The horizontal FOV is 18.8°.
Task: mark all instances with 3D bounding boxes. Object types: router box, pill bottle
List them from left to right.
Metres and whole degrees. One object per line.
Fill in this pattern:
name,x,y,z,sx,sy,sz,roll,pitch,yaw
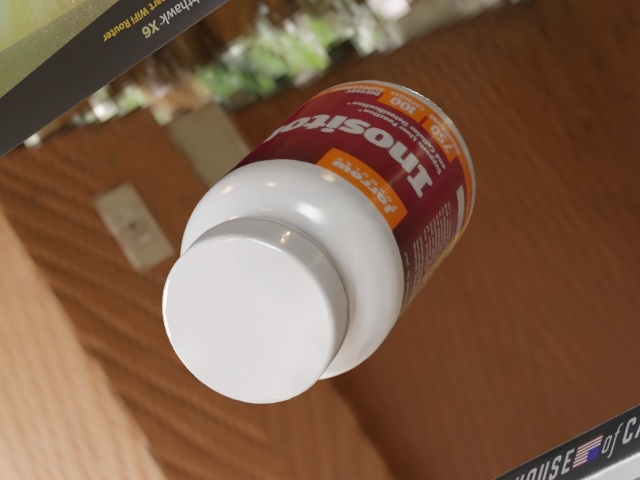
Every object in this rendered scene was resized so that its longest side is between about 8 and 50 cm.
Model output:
router box,-0.254,-0.223,1.566,0.309,0.243,0.081,-38,28,-21
pill bottle,0.000,0.000,0.733,0.086,0.086,0.152,-37,6,29

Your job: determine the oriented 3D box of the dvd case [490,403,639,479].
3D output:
dvd case,0.167,0.112,0.652,0.239,0.179,0.029,-40,21,54
